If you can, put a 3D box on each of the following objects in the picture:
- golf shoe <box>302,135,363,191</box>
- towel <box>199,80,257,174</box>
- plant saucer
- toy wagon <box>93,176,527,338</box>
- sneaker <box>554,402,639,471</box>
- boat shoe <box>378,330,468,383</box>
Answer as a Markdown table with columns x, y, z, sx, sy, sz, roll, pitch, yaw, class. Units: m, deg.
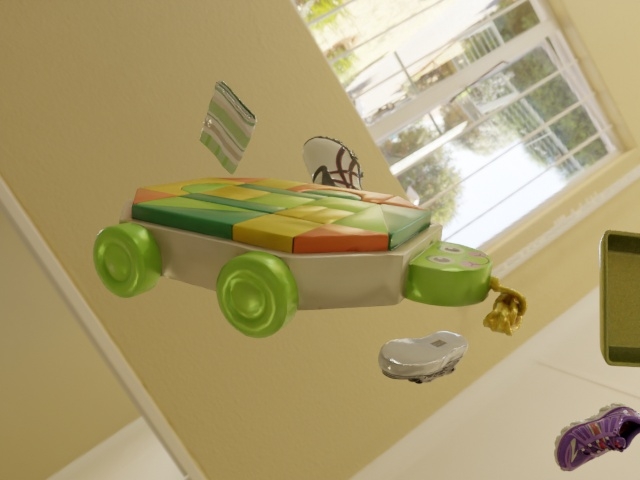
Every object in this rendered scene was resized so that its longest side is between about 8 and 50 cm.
| x | y | z | sx | sy | sz | roll | pitch | yaw | class |
| --- | --- | --- | --- | --- | --- | --- | --- | --- | --- |
| 0.027 | -0.103 | 0.960 | 0.120 | 0.272 | 0.105 | -9 | 146 | -41 | golf shoe |
| -0.182 | -0.212 | 0.951 | 0.023 | 0.113 | 0.152 | -29 | 163 | -42 | towel |
| 0.478 | 0.087 | 0.720 | 0.189 | 0.188 | 0.045 | 6 | 173 | -11 | plant saucer |
| 0.000 | 0.000 | 0.431 | 0.345 | 0.068 | 0.267 | 11 | -162 | 26 | toy wagon |
| 0.482 | 0.342 | 0.857 | 0.170 | 0.068 | 0.071 | -34 | -172 | -2 | sneaker |
| 0.105 | 0.123 | 0.499 | 0.049 | 0.040 | 0.142 | 24 | -164 | 40 | boat shoe |
